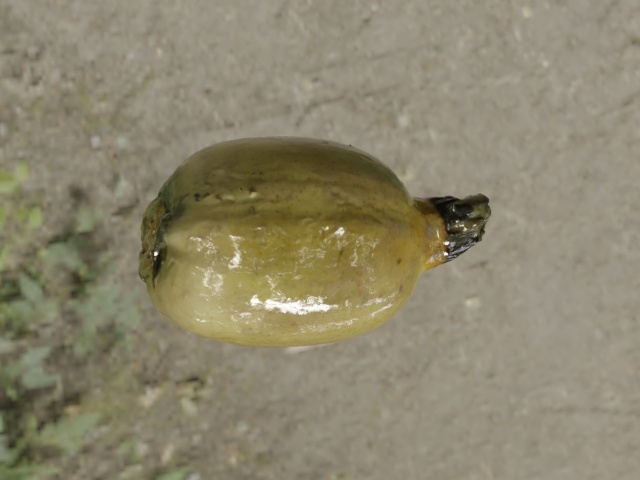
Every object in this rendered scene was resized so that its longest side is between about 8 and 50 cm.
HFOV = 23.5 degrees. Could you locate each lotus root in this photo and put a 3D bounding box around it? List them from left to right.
[{"bbox_3d":[0.000,0.000,1.330,0.310,0.183,0.183,-1,143,-15],"label":"lotus root"}]
